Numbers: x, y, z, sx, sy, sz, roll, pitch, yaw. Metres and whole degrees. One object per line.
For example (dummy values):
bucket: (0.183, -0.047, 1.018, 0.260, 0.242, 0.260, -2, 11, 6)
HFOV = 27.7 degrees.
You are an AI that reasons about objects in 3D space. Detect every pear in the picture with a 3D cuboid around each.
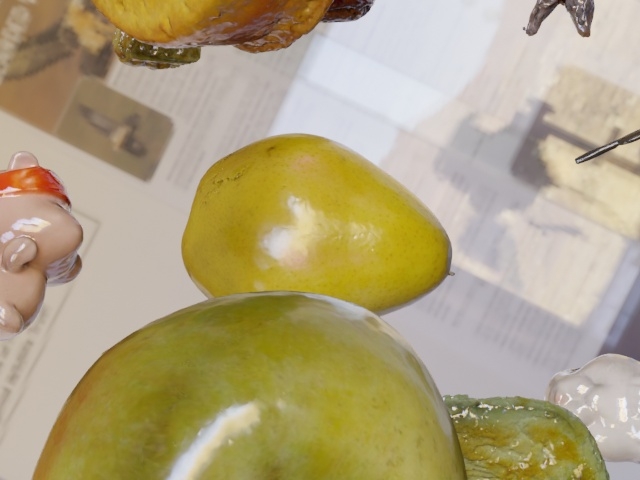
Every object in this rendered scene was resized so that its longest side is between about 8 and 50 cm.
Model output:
pear: (-0.009, 0.009, 1.668, 0.285, 0.336, 0.285, -48, -24, -29)

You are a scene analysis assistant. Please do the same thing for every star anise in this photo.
star anise: (0.361, -0.378, 1.758, 0.063, 0.172, 0.208, 24, -111, -68)

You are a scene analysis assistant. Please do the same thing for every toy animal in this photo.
toy animal: (-0.345, 0.011, 1.441, 0.171, 0.171, 0.197, 100, -168, -68)
toy animal: (0.438, 0.184, 1.452, 0.258, 0.357, 0.194, -21, -72, -62)

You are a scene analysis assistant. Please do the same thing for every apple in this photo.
apple: (-0.034, 0.148, 0.696, 0.260, 0.261, 0.194, -62, 14, -18)

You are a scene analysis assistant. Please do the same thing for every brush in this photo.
brush: (0.276, -0.090, 1.214, 0.083, 0.008, 0.024, -24, 15, 0)

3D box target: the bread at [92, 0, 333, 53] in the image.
bread: (-0.107, -0.303, 1.109, 0.172, 0.312, 0.312, -21, -33, -36)

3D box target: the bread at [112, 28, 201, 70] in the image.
bread: (-0.208, -0.247, 1.639, 0.066, 0.110, 0.060, 113, 153, -51)

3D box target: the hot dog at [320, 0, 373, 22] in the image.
hot dog: (-0.030, -0.437, 1.831, 0.387, 0.174, 0.267, -14, -78, -54)

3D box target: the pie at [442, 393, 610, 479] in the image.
pie: (0.113, 0.177, 0.916, 0.041, 0.187, 0.187, -76, 7, -58)
